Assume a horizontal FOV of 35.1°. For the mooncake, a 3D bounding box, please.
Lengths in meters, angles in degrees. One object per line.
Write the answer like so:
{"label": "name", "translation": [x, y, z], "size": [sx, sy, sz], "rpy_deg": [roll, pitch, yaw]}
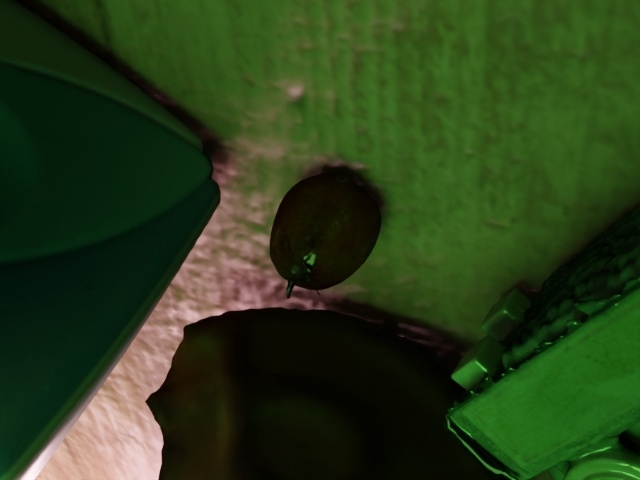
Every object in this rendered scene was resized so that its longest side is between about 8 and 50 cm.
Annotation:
{"label": "mooncake", "translation": [-0.029, 0.253, 0.791], "size": [0.394, 0.393, 0.246], "rpy_deg": [45, 155, 36]}

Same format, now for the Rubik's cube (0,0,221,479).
{"label": "Rubik's cube", "translation": [-0.325, 0.031, 0.767], "size": [0.351, 0.347, 0.352], "rpy_deg": [38, 137, -9]}

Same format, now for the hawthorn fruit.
{"label": "hawthorn fruit", "translation": [0.000, 0.000, 0.751], "size": [0.081, 0.093, 0.081], "rpy_deg": [15, 137, 14]}

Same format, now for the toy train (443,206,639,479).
{"label": "toy train", "translation": [0.224, 0.088, 0.677], "size": [0.188, 0.159, 0.272], "rpy_deg": [42, 137, 0]}
